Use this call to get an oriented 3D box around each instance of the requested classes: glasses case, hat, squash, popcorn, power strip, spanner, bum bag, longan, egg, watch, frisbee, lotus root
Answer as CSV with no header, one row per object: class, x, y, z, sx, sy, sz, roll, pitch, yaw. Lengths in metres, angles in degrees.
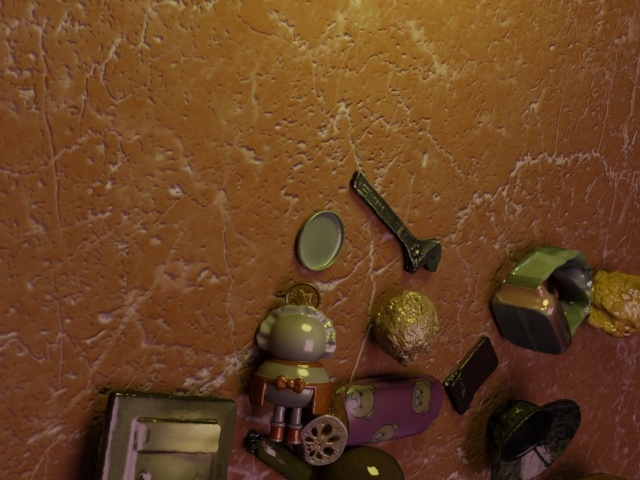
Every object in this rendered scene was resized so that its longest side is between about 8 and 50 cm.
glasses case,0.130,0.328,1.875,0.316,0.076,0.123,3,105,-45
hat,0.458,0.437,2.206,0.265,0.128,0.265,-18,127,-26
squash,-0.070,0.392,1.727,0.052,0.052,0.183,-55,132,-13
popcorn,0.730,0.154,2.349,0.180,0.170,0.180,26,49,-34
power strip,-0.254,0.362,1.502,0.257,0.092,0.251,15,86,-45
spanner,0.145,-0.027,1.791,0.093,0.026,0.325,-56,134,-14
bum bag,0.336,0.295,2.103,0.159,0.026,0.109,-46,132,-22
longan,0.073,0.480,1.819,0.187,0.167,0.167,-47,133,-16
egg,0.162,0.163,1.815,0.116,0.118,0.140,3,113,-62
watch,0.514,0.118,2.127,0.241,0.162,0.253,-53,136,-26
frisbee,0.000,0.000,1.667,0.110,0.014,0.110,-17,116,-39
lotus root,-0.001,0.335,1.716,0.112,0.081,0.122,-15,112,-9

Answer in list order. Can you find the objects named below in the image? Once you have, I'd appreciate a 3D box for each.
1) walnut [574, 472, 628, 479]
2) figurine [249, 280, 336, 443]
walnut,0.707,0.750,2.463,0.344,0.306,0.306,16,94,-40
figurine,-0.045,0.208,1.622,0.143,0.143,0.271,-8,113,-43
